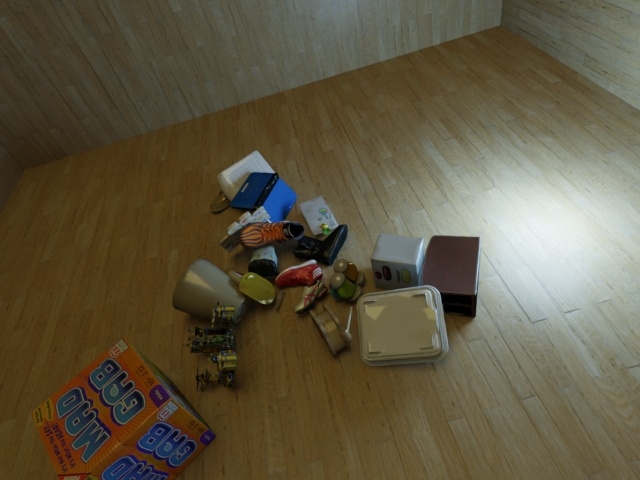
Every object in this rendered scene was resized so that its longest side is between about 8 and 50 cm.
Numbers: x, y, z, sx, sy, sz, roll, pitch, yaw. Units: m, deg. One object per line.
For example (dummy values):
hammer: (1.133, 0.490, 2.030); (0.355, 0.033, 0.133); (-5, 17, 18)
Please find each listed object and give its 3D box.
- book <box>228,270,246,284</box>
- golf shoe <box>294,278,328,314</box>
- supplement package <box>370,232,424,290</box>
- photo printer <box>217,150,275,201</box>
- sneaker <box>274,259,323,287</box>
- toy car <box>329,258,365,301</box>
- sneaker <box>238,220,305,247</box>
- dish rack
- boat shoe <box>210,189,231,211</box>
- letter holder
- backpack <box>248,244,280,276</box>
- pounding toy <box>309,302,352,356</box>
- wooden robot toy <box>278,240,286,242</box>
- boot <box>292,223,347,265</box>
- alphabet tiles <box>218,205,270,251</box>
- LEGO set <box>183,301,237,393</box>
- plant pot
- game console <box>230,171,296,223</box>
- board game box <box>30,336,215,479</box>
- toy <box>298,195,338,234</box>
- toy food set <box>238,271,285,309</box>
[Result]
book: (-0.346, 0.180, 1.926); (0.096, 0.144, 0.035); (32, 97, 38)
golf shoe: (-0.054, 0.247, 1.808); (0.086, 0.067, 0.186); (44, 62, 12)
supplement package: (0.332, 0.099, 1.754); (0.194, 0.203, 0.149); (7, 50, 23)
photo printer: (-0.421, -0.343, 2.394); (0.308, 0.107, 0.256); (-38, 88, -19)
sneaker: (-0.093, 0.177, 1.890); (0.221, 0.087, 0.128); (-28, 45, -9)
toy car: (0.098, 0.181, 1.805); (0.136, 0.159, 0.181); (-29, 33, 40)
sneaker: (-0.220, -0.043, 1.974); (0.321, 0.124, 0.180); (-16, 7, -31)
dish rack: (0.292, 0.315, 1.555); (0.333, 0.072, 0.285); (-11, 66, 19)
boat shoe: (-0.555, -0.290, 2.462); (0.109, 0.098, 0.302); (22, 57, 32)
letter holder: (0.535, 0.138, 1.696); (0.215, 0.152, 0.301); (3, 49, 22)
backpack: (-0.265, 0.100, 1.968); (0.152, 0.115, 0.182); (0, 21, -1)
pounding toy: (0.074, 0.349, 1.645); (0.155, 0.154, 0.269); (-27, 27, -10)
wooden robot toy: (-0.200, -0.043, 2.134); (0.174, 0.079, 0.076); (-20, 45, -2)
boot: (0.000, 0.000, 2.022); (0.207, 0.094, 0.246); (15, 59, 23)
alphabet tiles: (-0.369, -0.050, 2.049); (0.278, 0.284, 0.021); (-41, 74, -5)
LEGO set: (-0.445, 0.419, 1.640); (0.192, 0.255, 0.331); (3, 54, -18)
plant pot: (-0.462, 0.249, 1.841); (0.274, 0.256, 0.256); (24, 56, 12)
game console: (-0.308, -0.220, 2.270); (0.250, 0.173, 0.293); (7, 49, 22)
board game box: (-0.661, 0.637, 1.425); (0.357, 0.356, 0.356); (30, 61, 37)
toy: (-0.011, -0.120, 2.170); (0.137, 0.056, 0.237); (-21, 50, -8)
toy food set: (-0.278, 0.236, 1.851); (0.071, 0.218, 0.128); (-39, 26, 39)
